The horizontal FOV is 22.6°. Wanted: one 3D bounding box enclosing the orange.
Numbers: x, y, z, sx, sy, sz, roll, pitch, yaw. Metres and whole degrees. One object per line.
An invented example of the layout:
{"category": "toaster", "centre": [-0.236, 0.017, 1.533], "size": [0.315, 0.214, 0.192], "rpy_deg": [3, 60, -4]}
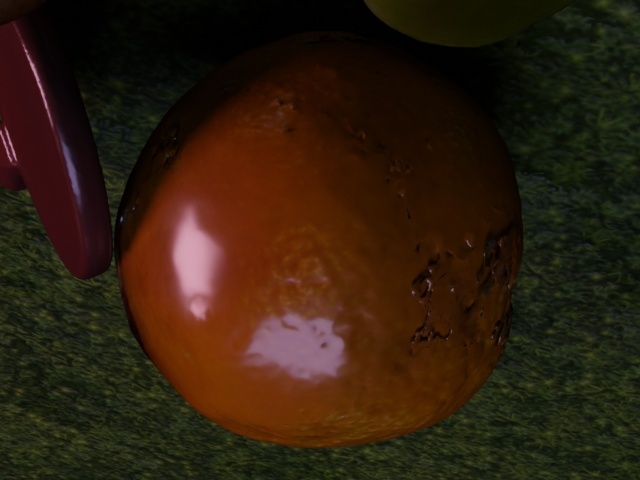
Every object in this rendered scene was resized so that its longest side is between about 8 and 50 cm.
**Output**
{"category": "orange", "centre": [0.000, 0.000, 0.945], "size": [0.246, 0.246, 0.246], "rpy_deg": [9, 151, 5]}

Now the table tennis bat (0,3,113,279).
{"category": "table tennis bat", "centre": [-0.179, -0.068, 0.984], "size": [0.038, 0.200, 0.310], "rpy_deg": [-19, 180, -15]}

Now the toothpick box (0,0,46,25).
{"category": "toothpick box", "centre": [-0.184, -0.222, 0.695], "size": [0.192, 0.192, 0.294], "rpy_deg": [10, 157, 3]}

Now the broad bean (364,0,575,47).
{"category": "broad bean", "centre": [0.085, -0.160, 0.810], "size": [0.124, 0.082, 0.174], "rpy_deg": [14, 161, -3]}
